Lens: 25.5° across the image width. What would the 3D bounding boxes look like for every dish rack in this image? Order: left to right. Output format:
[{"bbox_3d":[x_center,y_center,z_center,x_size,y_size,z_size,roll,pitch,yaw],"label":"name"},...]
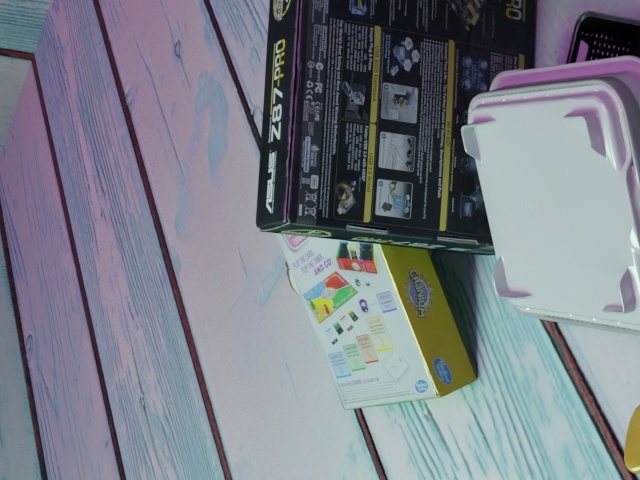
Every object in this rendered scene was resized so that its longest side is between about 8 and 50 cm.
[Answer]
[{"bbox_3d":[0.250,-0.036,1.449,0.333,0.072,0.286,5,108,67],"label":"dish rack"}]

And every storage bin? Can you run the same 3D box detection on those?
[{"bbox_3d":[0.330,-0.157,1.426,0.180,0.084,0.122,31,111,60],"label":"storage bin"}]

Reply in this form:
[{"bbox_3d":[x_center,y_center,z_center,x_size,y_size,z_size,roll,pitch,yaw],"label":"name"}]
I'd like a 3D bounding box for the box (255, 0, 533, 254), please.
[{"bbox_3d":[0.094,-0.192,1.636,0.097,0.318,0.395,169,105,-64],"label":"box"}]

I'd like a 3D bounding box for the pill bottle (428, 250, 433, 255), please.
[{"bbox_3d":[0.087,-0.013,1.872,0.137,0.078,0.078,38,118,58],"label":"pill bottle"}]

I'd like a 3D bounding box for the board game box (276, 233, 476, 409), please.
[{"bbox_3d":[0.055,0.052,1.798,0.242,0.064,0.317,-18,93,60],"label":"board game box"}]

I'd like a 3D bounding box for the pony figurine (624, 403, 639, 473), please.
[{"bbox_3d":[0.417,0.063,0.993,0.303,0.363,0.351,146,141,-65],"label":"pony figurine"}]

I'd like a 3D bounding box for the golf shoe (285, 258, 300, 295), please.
[{"bbox_3d":[0.000,0.000,2.051,0.086,0.067,0.186,35,115,58],"label":"golf shoe"}]
